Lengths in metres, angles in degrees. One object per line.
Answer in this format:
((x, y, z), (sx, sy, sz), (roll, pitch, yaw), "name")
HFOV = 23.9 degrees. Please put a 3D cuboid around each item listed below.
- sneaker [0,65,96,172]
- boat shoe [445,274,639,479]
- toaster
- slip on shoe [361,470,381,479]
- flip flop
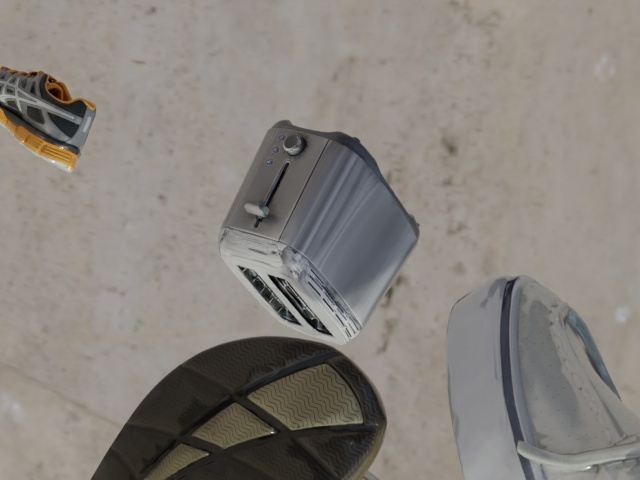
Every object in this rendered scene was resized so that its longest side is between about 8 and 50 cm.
((-0.330, -0.158, 1.714), (0.083, 0.215, 0.084), (-56, 150, 3), "sneaker")
((0.170, 0.142, 0.655), (0.156, 0.367, 0.136), (-32, 136, 20), "boat shoe")
((0.000, 0.000, 1.474), (0.146, 0.129, 0.227), (-59, 142, -18), "toaster")
((0.037, 0.286, 1.449), (0.101, 0.331, 0.123), (-38, 144, -28), "slip on shoe")
((-0.067, 0.153, 0.808), (0.277, 0.112, 0.080), (-49, 150, 22), "flip flop")
